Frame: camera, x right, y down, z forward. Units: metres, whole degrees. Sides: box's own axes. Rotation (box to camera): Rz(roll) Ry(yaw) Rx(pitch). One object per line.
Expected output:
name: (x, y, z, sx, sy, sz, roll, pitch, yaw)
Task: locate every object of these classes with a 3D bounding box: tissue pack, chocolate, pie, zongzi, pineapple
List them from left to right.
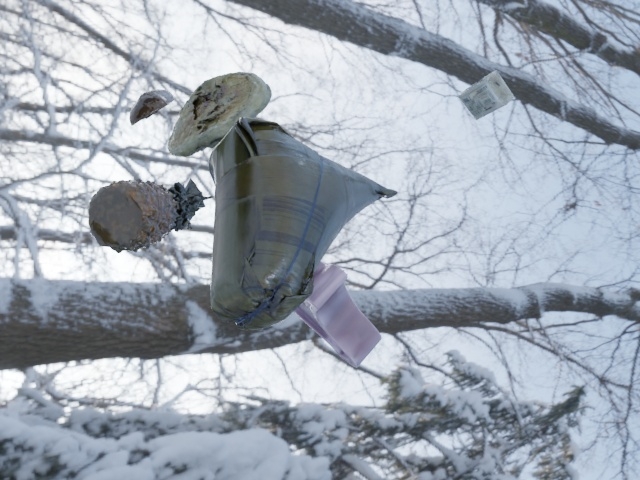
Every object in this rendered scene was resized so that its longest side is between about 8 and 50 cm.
chocolate: (-0.233, -0.183, 0.824, 0.064, 0.101, 0.031, -33, -72, 7)
pineapple: (-0.362, -0.066, 1.376, 0.169, 0.340, 0.169, 2, -82, 17)
pie: (-0.288, -0.348, 1.667, 0.339, 0.077, 0.339, -23, -140, 21)
zongzi: (0.000, 0.000, 0.755, 0.123, 0.289, 0.260, -36, -132, 39)
tissue pack: (0.304, -0.264, 1.120, 0.062, 0.042, 0.083, 52, -24, -7)

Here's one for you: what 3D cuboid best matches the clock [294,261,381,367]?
clock: (0.005, 0.110, 1.120, 0.275, 0.290, 0.080, 44, -102, 2)
